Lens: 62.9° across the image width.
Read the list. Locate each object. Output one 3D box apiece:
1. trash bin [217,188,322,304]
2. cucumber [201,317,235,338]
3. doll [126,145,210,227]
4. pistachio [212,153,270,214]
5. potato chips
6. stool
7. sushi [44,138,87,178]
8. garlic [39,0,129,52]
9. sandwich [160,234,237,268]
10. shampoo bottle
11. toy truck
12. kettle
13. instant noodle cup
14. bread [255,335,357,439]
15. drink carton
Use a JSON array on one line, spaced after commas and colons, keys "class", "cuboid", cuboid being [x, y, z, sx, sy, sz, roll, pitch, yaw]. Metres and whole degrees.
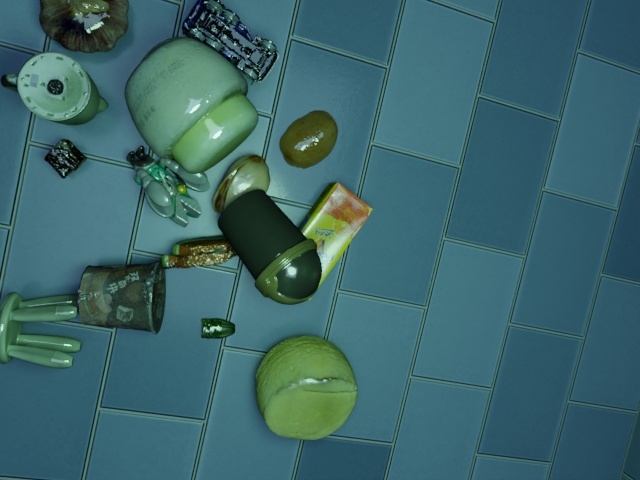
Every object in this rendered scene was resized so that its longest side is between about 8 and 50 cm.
[{"class": "trash bin", "cuboid": [-0.127, 0.030, 1.493, 0.214, 0.214, 0.334, -35, 75, -7]}, {"class": "cucumber", "cuboid": [-0.323, 0.282, 1.658, 0.107, 0.035, 0.067, 1, 94, -15]}, {"class": "doll", "cuboid": [-0.454, -0.154, 1.517, 0.258, 0.153, 0.195, 26, 62, -18]}, {"class": "pistachio", "cuboid": [-0.237, -0.162, 1.577, 0.143, 0.144, 0.215, 36, 85, -14]}, {"class": "potato chips", "cuboid": [-0.033, -0.318, 1.652, 0.201, 0.049, 0.150, -33, 97, -1]}, {"class": "stool", "cuboid": [-0.781, 0.251, 1.468, 0.198, 0.195, 0.196, 7, 94, -15]}, {"class": "sushi", "cuboid": [-0.720, -0.233, 1.477, 0.094, 0.098, 0.084, -45, 104, -7]}, {"class": "garlic", "cuboid": [-0.644, -0.631, 1.420, 0.244, 0.160, 0.245, -1, 97, -12]}, {"class": "sandwich", "cuboid": [-0.355, 0.033, 1.554, 0.234, 0.159, 0.079, -9, 96, -18]}, {"class": "shampoo bottle", "cuboid": [-0.354, -0.369, 1.432, 0.322, 0.322, 0.317, -43, 97, -5]}, {"class": "toy truck", "cuboid": [-0.259, -0.572, 1.520, 0.267, 0.155, 0.124, 33, 88, -17]}, {"class": "kettle", "cuboid": [-0.703, -0.396, 1.382, 0.240, 0.255, 0.165, 8, 97, -16]}, {"class": "instant noodle cup", "cuboid": [-0.566, 0.160, 1.507, 0.207, 0.217, 0.218, 2, 96, -6]}, {"class": "bread", "cuboid": [-0.045, 0.459, 1.647, 0.320, 0.237, 0.321, -3, 111, -8]}, {"class": "drink carton", "cuboid": [0.000, 0.000, 1.660, 0.154, 0.111, 0.351, 36, 88, -13]}]
